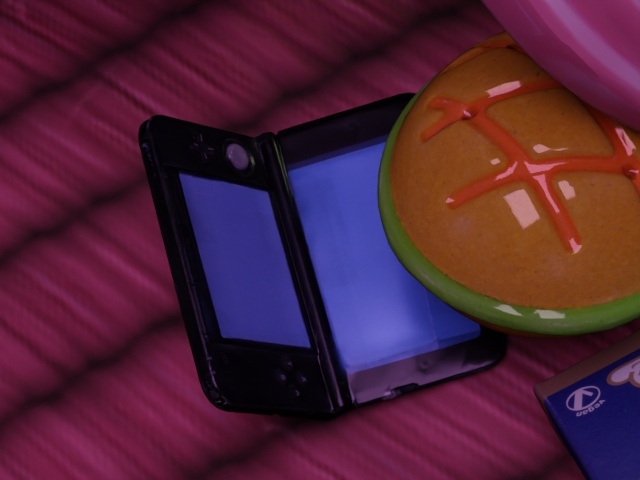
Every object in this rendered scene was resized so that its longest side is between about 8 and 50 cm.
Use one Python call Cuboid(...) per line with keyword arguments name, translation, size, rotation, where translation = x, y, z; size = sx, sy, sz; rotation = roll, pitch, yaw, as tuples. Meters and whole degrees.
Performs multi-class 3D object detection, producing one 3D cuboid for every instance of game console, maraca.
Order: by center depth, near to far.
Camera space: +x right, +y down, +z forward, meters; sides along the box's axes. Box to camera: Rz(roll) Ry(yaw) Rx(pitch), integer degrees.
Cuboid(name="maraca", translation=(0.095, -0.037, 0.696), size=(0.127, 0.099, 0.186), rotation=(22, 52, 13))
Cuboid(name="game console", translation=(0.000, 0.000, 0.718), size=(0.071, 0.107, 0.122), rotation=(-31, 64, 32))

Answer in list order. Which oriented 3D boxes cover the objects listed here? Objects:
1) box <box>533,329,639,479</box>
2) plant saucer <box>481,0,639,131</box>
Cuboid(name="box", translation=(0.165, 0.080, 0.599), size=(0.136, 0.036, 0.225), rotation=(-28, 29, 2))
Cuboid(name="plant saucer", translation=(0.168, -0.194, 0.621), size=(0.084, 0.332, 0.332), rotation=(4, 67, 59))
